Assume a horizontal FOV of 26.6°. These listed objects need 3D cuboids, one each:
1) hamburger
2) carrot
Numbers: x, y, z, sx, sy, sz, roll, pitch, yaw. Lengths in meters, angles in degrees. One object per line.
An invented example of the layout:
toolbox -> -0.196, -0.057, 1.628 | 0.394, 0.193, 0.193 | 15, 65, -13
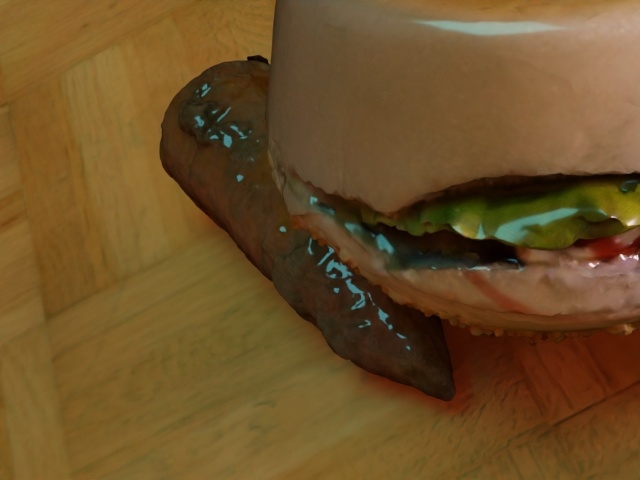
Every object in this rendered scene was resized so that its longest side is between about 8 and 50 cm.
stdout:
hamburger -> 0.110, -0.080, 0.660 | 0.302, 0.170, 0.302 | -4, 32, 3
carrot -> 0.000, 0.000, 0.751 | 0.102, 0.102, 0.263 | -35, 48, -3
